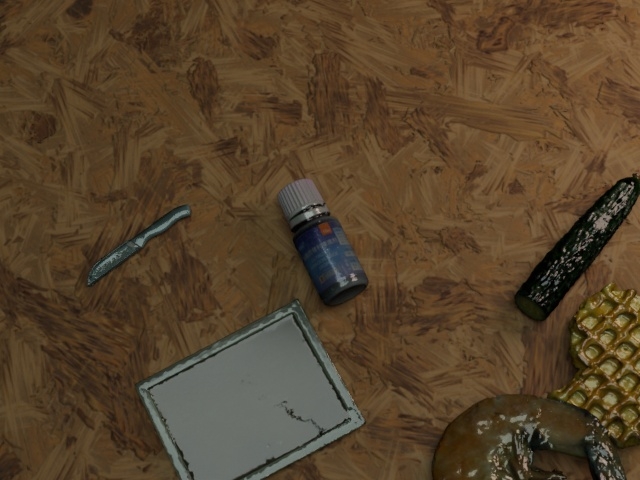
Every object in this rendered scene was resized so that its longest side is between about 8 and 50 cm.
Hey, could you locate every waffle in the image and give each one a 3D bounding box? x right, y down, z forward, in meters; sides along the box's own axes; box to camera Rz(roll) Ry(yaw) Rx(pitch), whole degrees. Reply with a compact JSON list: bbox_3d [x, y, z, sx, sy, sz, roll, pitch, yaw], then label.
[{"bbox_3d":[0.463,0.190,1.746,0.249,0.056,0.253,-12,73,-2],"label":"waffle"}]

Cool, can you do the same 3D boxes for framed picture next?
[{"bbox_3d":[-0.110,0.255,1.763,0.293,0.018,0.231,-27,72,-7],"label":"framed picture"}]

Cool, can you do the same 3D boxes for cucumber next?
[{"bbox_3d":[0.419,0.004,1.808,0.067,0.067,0.293,39,75,14],"label":"cucumber"}]

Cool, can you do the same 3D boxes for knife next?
[{"bbox_3d":[-0.299,0.004,1.858,0.210,0.015,0.028,-36,79,-10],"label":"knife"}]

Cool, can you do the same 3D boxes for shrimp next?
[{"bbox_3d":[0.341,0.409,1.622,0.272,0.085,0.445,-30,57,-1],"label":"shrimp"}]

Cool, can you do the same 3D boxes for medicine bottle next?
[{"bbox_3d":[0.000,0.000,1.814,0.083,0.083,0.203,-24,70,-6],"label":"medicine bottle"}]
